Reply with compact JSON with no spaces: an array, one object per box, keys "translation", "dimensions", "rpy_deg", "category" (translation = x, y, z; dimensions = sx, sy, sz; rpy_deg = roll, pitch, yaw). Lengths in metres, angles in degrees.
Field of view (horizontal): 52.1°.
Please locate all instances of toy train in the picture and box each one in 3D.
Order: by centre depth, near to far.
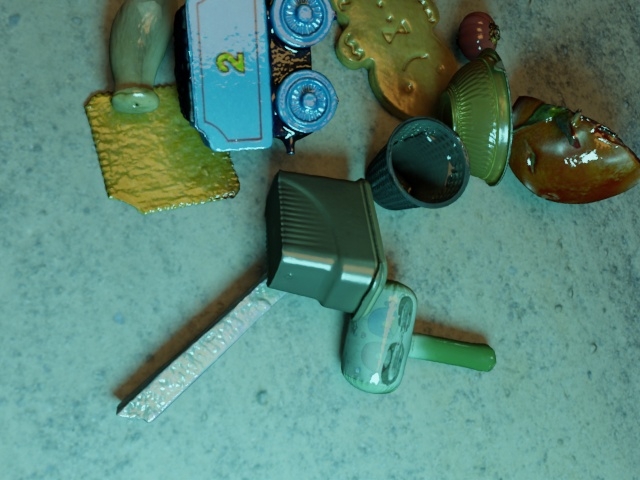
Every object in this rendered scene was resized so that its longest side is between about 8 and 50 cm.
[{"translation":[-0.116,-0.296,1.120],"dimensions":[0.265,0.188,0.300],"rpy_deg":[-6,103,-16],"category":"toy train"}]

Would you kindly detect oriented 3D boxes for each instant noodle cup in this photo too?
[{"translation":[0.290,-0.239,1.290],"dimensions":[0.090,0.274,0.274],"rpy_deg":[-4,80,-3],"category":"instant noodle cup"}]

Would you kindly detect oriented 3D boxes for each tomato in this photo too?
[{"translation":[0.513,-0.163,1.392],"dimensions":[0.309,0.309,0.170],"rpy_deg":[35,99,-12],"category":"tomato"}]

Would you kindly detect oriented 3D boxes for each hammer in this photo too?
[{"translation":[0.199,0.197,1.235],"dimensions":[0.335,0.119,0.206],"rpy_deg":[15,87,-28],"category":"hammer"}]

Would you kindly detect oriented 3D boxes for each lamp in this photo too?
[{"translation":[0.345,-0.446,1.434],"dimensions":[0.107,0.092,0.107],"rpy_deg":[0,90,-55],"category":"lamp"}]

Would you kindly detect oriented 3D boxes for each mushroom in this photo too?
[{"translation":[-0.316,-0.336,1.143],"dimensions":[0.108,0.096,0.247],"rpy_deg":[10,72,-9],"category":"mushroom"}]

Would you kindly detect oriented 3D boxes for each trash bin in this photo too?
[{"translation":[0.169,-0.132,1.261],"dimensions":[0.175,0.161,0.175],"rpy_deg":[4,80,-23],"category":"trash bin"}]

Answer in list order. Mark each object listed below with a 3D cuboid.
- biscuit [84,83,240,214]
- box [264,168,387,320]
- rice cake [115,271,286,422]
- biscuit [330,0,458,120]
[{"translation":[-0.278,-0.167,1.171],"dimensions":[0.237,0.013,0.232],"rpy_deg":[-14,85,-23],"category":"biscuit"},{"translation":[0.000,0.000,1.142],"dimensions":[0.178,0.138,0.274],"rpy_deg":[10,42,-15],"category":"box"},{"translation":[-0.187,0.176,1.105],"dimensions":[0.365,0.072,0.056],"rpy_deg":[-43,100,-24],"category":"rice cake"},{"translation":[0.161,-0.413,1.376],"dimensions":[0.275,0.052,0.355],"rpy_deg":[-29,90,-24],"category":"biscuit"}]
